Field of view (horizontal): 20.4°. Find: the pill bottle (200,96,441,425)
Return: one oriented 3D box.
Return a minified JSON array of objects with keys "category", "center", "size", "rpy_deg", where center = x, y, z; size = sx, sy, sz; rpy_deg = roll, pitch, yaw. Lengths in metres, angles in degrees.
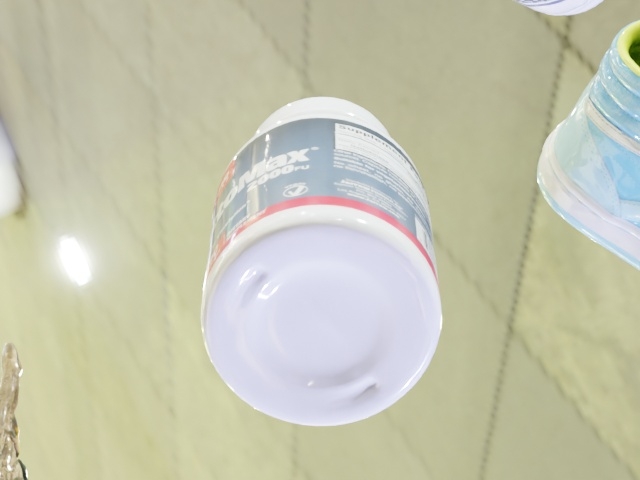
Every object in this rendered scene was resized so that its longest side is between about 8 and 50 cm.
[{"category":"pill bottle","center":[0.000,0.000,0.859],"size":[0.180,0.108,0.108],"rpy_deg":[-91,-13,-65]}]

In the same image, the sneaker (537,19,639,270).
[{"category":"sneaker","center":[0.318,-0.042,1.273],"size":[0.319,0.127,0.208],"rpy_deg":[29,140,11]}]

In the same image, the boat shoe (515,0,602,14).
[{"category":"boat shoe","center":[0.206,-0.318,1.157],"size":[0.136,0.156,0.367],"rpy_deg":[16,91,26]}]

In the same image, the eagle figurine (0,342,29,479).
[{"category":"eagle figurine","center":[-0.203,0.271,1.593],"size":[0.225,0.226,0.298],"rpy_deg":[14,156,42]}]
